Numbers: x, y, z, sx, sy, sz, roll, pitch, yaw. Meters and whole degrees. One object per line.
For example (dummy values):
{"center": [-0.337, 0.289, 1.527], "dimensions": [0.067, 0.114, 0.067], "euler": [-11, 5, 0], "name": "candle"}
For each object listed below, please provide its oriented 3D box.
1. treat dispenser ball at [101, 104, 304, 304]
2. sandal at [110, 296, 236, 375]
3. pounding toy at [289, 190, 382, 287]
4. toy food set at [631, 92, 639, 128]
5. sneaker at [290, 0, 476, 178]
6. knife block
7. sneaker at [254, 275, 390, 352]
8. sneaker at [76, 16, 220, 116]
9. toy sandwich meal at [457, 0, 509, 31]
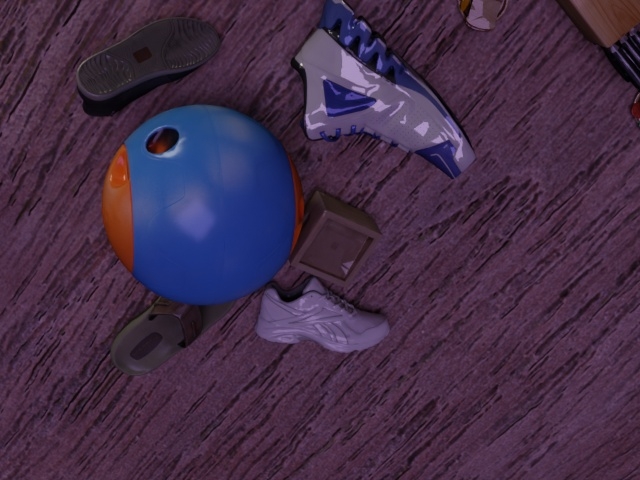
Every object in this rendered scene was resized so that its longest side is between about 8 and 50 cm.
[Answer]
{"center": [-0.167, -0.051, 1.071], "dimensions": [0.288, 0.288, 0.288], "euler": [0, 111, 0], "name": "treat dispenser ball"}
{"center": [-0.243, 0.137, 1.251], "dimensions": [0.120, 0.086, 0.303], "euler": [39, 106, -14], "name": "sandal"}
{"center": [0.000, 0.000, 1.205], "dimensions": [0.130, 0.100, 0.141], "euler": [24, 113, -24], "name": "pounding toy"}
{"center": [0.528, -0.209, 1.154], "dimensions": [0.082, 0.020, 0.083], "euler": [13, 111, -5], "name": "toy food set"}
{"center": [0.072, -0.195, 1.114], "dimensions": [0.315, 0.127, 0.182], "euler": [44, 109, -8], "name": "sneaker"}
{"center": [0.401, -0.334, 1.069], "dimensions": [0.275, 0.088, 0.242], "euler": [1, 111, -1], "name": "knife block"}
{"center": [0.006, 0.119, 1.247], "dimensions": [0.232, 0.090, 0.115], "euler": [5, 108, -3], "name": "sneaker"}
{"center": [-0.262, -0.261, 1.111], "dimensions": [0.222, 0.118, 0.083], "euler": [-26, 91, -20], "name": "sneaker"}
{"center": [0.242, -0.353, 1.092], "dimensions": [0.085, 0.029, 0.086], "euler": [0, 111, 0], "name": "toy sandwich meal"}
